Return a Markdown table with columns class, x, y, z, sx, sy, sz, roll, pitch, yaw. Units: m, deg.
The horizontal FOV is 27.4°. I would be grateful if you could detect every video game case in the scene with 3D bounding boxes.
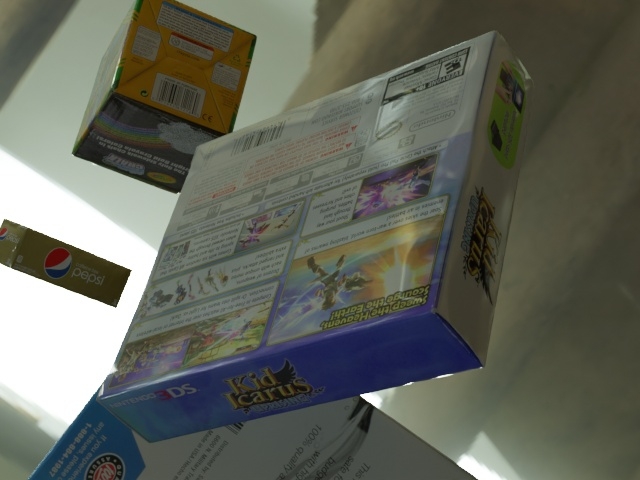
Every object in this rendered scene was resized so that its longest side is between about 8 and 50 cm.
| class | x | y | z | sx | sy | sz | roll | pitch | yaw |
| --- | --- | --- | --- | --- | --- | --- | --- | --- | --- |
| video game case | 0.000 | 0.000 | 0.872 | 0.061 | 0.270 | 0.244 | 48 | -139 | -31 |

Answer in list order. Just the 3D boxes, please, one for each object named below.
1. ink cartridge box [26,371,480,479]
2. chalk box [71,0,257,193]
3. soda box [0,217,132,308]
| class | x | y | z | sx | sy | sz | roll | pitch | yaw |
| --- | --- | --- | --- | --- | --- | --- | --- | --- | --- |
| ink cartridge box | -0.050 | 0.214 | 1.079 | 0.307 | 0.129 | 0.223 | 35 | -105 | 8 |
| chalk box | -0.174 | -0.144 | 1.393 | 0.132 | 0.213 | 0.132 | 21 | -115 | -18 |
| soda box | -0.334 | 0.031 | 1.694 | 0.061 | 0.058 | 0.181 | 17 | 174 | 44 |
